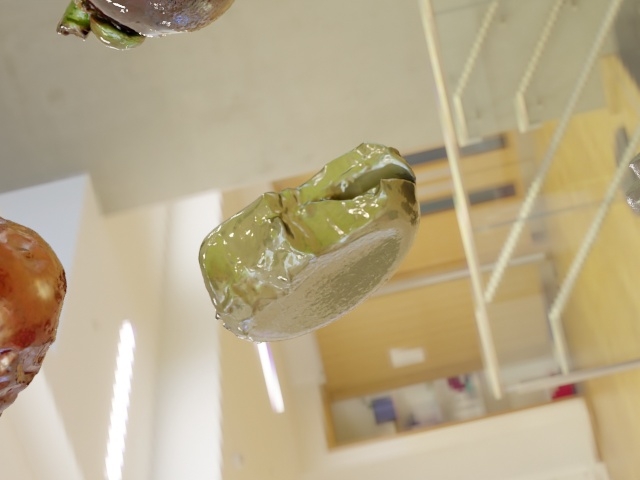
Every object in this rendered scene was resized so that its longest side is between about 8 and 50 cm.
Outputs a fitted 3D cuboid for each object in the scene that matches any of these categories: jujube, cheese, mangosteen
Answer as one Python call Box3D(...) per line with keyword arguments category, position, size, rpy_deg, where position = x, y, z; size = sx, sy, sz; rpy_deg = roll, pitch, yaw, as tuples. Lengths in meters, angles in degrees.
Box3D(category="jujube", position=(-0.216, 0.056, 0.783), size=(0.112, 0.176, 0.109), rpy_deg=(34, -147, -38))
Box3D(category="cheese", position=(0.000, 0.000, 1.211), size=(0.091, 0.202, 0.175), rpy_deg=(58, -168, 26))
Box3D(category="mangosteen", position=(-0.177, -0.295, 1.448), size=(0.216, 0.216, 0.216), rpy_deg=(-13, -90, -87))

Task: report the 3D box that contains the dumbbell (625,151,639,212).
Box3D(category="dumbbell", position=(0.423, -0.035, 1.393), size=(0.290, 0.192, 0.192), rpy_deg=(54, -178, 1))
